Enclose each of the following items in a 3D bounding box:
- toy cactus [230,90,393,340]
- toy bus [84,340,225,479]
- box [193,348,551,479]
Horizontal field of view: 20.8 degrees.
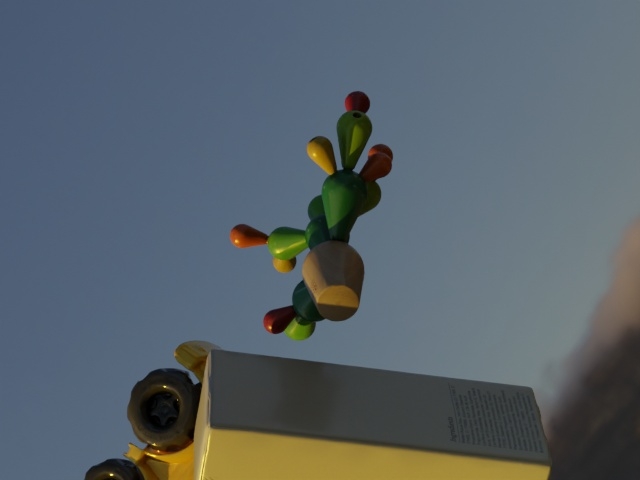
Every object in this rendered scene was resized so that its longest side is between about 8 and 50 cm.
[{"bbox_3d":[0.000,0.000,1.419,0.180,0.112,0.219,-99,33,-62],"label":"toy cactus"},{"bbox_3d":[-0.092,0.236,1.644,0.220,0.211,0.149,-59,-21,2],"label":"toy bus"},{"bbox_3d":[0.038,0.168,1.397,0.113,0.275,0.094,-93,12,-60],"label":"box"}]
